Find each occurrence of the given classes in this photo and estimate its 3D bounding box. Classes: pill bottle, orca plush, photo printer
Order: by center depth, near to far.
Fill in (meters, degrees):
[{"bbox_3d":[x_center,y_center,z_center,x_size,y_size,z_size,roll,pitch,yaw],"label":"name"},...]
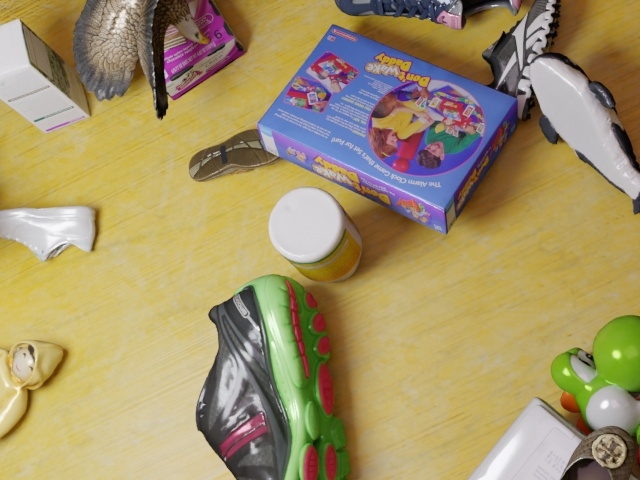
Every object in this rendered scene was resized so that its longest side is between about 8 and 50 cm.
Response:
[{"bbox_3d":[0.312,0.419,1.648,0.256,0.107,0.307,39,94,20],"label":"photo printer"},{"bbox_3d":[0.447,-0.187,1.796,0.287,0.151,0.102,44,54,16],"label":"orca plush"},{"bbox_3d":[0.000,0.000,1.798,0.118,0.208,0.117,-3,75,13],"label":"pill bottle"}]

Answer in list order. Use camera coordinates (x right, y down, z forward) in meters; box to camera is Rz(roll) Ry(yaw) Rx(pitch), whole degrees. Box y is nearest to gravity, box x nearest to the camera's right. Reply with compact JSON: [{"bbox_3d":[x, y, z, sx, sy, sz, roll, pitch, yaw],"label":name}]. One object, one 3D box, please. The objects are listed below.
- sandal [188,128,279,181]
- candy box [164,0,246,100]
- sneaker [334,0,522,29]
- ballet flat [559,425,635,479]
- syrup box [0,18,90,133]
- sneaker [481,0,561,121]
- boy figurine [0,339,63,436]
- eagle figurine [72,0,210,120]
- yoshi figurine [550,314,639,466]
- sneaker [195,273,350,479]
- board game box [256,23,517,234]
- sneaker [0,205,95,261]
[{"bbox_3d":[-0.140,-0.139,1.962,0.180,0.049,0.072,-16,66,25],"label":"sandal"},{"bbox_3d":[-0.259,-0.388,2.043,0.159,0.071,0.233,-34,69,4],"label":"candy box"},{"bbox_3d":[0.180,-0.405,1.915,0.319,0.112,0.131,-12,70,12],"label":"sneaker"},{"bbox_3d":[0.338,0.358,1.561,0.084,0.058,0.250,38,94,19],"label":"ballet flat"},{"bbox_3d":[-0.493,-0.276,1.983,0.096,0.237,0.093,-19,71,7],"label":"syrup box"},{"bbox_3d":[0.319,-0.314,1.873,0.106,0.078,0.234,16,82,15],"label":"sneaker"},{"bbox_3d":[-0.559,0.254,1.936,0.285,0.092,0.177,-25,68,10],"label":"boy figurine"},{"bbox_3d":[-0.279,-0.368,1.909,0.225,0.226,0.298,33,81,0],"label":"eagle figurine"},{"bbox_3d":[0.501,0.238,1.624,0.362,0.203,0.203,36,79,22],"label":"yoshi figurine"},{"bbox_3d":[-0.081,0.298,1.781,0.202,0.185,0.482,-15,68,29],"label":"sneaker"},{"bbox_3d":[0.107,-0.185,1.854,0.347,0.078,0.233,27,68,22],"label":"board game box"},{"bbox_3d":[-0.493,-0.008,2.002,0.212,0.080,0.094,-3,86,12],"label":"sneaker"}]
